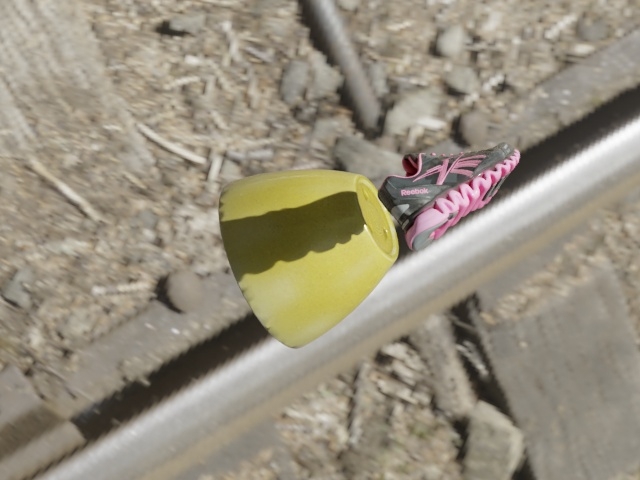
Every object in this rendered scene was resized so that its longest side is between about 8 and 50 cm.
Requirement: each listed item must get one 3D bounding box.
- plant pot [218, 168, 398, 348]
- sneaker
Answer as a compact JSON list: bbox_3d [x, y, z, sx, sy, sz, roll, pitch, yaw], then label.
[{"bbox_3d":[0.000,0.000,1.242,0.095,0.134,0.134,-24,119,19],"label":"plant pot"},{"bbox_3d":[0.082,-0.042,1.101,0.119,0.057,0.047,-33,161,-41],"label":"sneaker"}]
